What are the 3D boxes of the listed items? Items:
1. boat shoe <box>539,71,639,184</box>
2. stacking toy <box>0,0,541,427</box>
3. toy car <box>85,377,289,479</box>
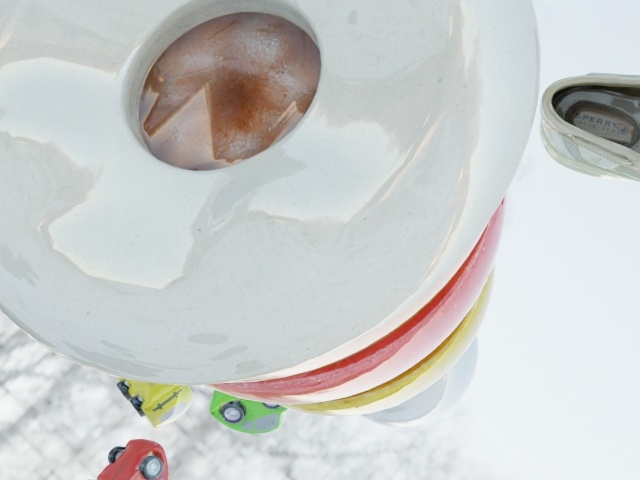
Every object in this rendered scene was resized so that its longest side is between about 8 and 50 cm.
[{"bbox_3d":[0.340,-0.087,1.441,0.302,0.109,0.098,13,-9,12],"label":"boat shoe"},{"bbox_3d":[0.000,0.000,1.089,0.350,0.351,0.480,22,-18,25],"label":"stacking toy"},{"bbox_3d":[-0.105,0.166,1.519,0.225,0.239,0.053,-20,-61,19],"label":"toy car"}]
